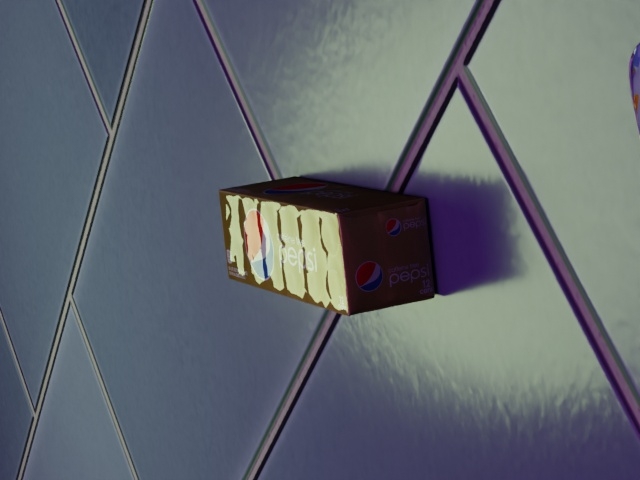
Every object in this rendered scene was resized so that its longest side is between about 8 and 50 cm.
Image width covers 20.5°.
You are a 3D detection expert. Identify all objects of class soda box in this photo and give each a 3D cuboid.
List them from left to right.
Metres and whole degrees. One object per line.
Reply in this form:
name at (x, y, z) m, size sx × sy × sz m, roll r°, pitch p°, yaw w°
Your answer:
soda box at (0.000, 0.000, 1.074) m, size 0.181 × 0.058 × 0.061 m, roll 12°, pitch 111°, yaw 63°

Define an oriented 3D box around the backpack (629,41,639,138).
backpack at (0.170, -0.042, 0.654) m, size 0.105 × 0.084 × 0.114 m, roll -30°, pitch 76°, yaw 67°
